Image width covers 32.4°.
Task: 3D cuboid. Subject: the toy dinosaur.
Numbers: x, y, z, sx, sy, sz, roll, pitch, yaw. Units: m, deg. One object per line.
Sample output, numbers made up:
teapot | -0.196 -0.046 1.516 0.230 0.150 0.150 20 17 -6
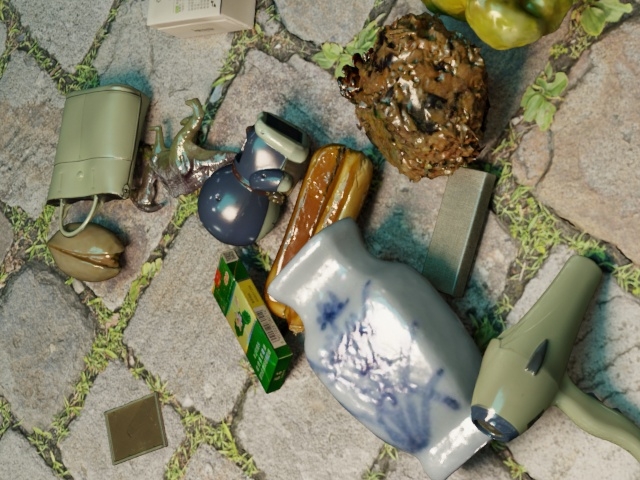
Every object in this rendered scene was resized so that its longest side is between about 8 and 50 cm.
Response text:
toy dinosaur | -0.275 -0.158 2.129 0.294 0.077 0.162 -26 73 45

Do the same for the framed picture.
framed picture | -0.363 0.368 2.151 0.149 0.011 0.109 -24 71 30

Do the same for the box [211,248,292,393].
box | -0.125 0.144 1.959 0.235 0.034 0.132 59 153 26

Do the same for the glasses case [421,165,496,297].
glasses case | 0.221 -0.015 1.766 0.071 0.047 0.205 17 93 38

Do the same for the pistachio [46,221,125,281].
pistachio | -0.465 0.024 2.203 0.185 0.124 0.124 9 89 41

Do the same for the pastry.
pastry | 0.141 -0.218 1.718 0.275 0.193 0.275 34 140 35

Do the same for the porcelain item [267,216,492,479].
porcelain item | 0.108 0.170 1.702 0.242 0.178 0.405 -47 75 21

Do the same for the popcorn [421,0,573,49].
popcorn | 0.275 -0.472 1.643 0.293 0.292 0.334 12 115 -1

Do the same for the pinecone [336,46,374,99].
pinecone | 0.080 -0.271 1.880 0.109 0.102 0.102 145 120 -61

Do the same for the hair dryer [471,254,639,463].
hair dryer | 0.381 0.169 1.589 0.298 0.119 0.296 14 71 -2

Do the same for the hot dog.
hot dog | 0.000 0.000 1.893 0.135 0.100 0.337 24 97 43

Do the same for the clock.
clock | -0.119 -0.103 1.956 0.243 0.146 0.199 -55 17 20

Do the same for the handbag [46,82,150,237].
handbag | -0.450 -0.151 2.206 0.241 0.109 0.315 -4 74 39

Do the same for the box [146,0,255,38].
box | -0.221 -0.534 2.118 0.194 0.111 0.260 2 87 36
